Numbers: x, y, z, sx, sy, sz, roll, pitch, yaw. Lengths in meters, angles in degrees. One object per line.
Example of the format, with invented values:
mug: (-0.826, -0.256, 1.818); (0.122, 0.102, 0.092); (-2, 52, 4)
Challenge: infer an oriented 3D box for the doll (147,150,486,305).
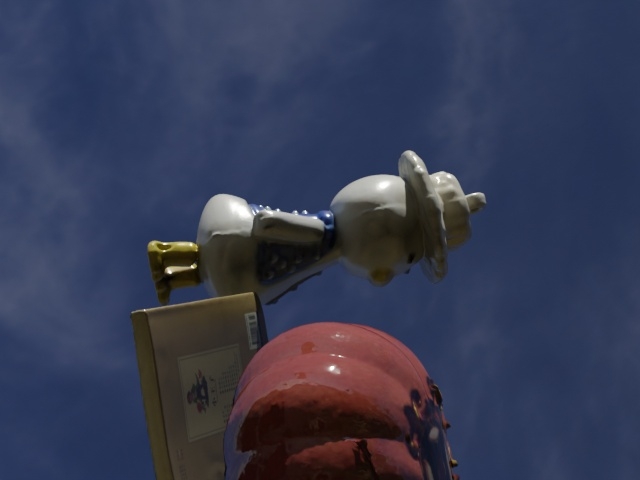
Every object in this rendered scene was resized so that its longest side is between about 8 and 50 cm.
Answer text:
doll: (0.000, 0.000, 1.390); (0.293, 0.138, 0.119); (-13, -116, -6)

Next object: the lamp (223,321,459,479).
lamp: (0.004, 0.135, 0.923); (0.140, 0.182, 0.182); (-7, -81, 16)

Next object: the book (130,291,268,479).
book: (-0.079, 0.112, 1.217); (0.016, 0.198, 0.138); (-10, -92, 22)
